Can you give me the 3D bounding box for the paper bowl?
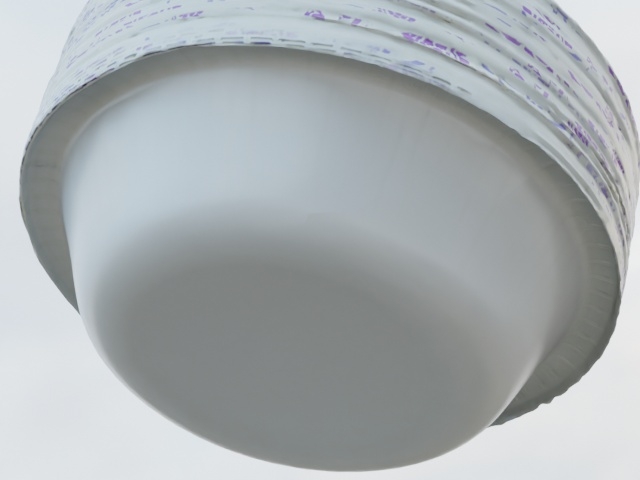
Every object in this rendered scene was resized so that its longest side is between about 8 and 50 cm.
[{"bbox_3d":[0.000,0.000,0.837,0.284,0.148,0.284,9,-38,7],"label":"paper bowl"}]
